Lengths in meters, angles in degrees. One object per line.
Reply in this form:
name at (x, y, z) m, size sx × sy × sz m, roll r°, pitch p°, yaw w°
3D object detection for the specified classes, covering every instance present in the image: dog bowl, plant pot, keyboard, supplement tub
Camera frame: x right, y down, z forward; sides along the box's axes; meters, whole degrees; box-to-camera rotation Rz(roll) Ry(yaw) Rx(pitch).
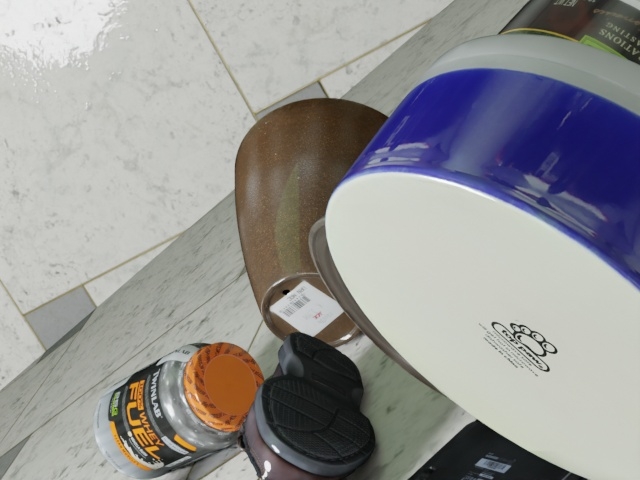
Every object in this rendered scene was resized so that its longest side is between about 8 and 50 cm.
dog bowl at (0.136, 0.020, 0.737) m, size 0.104 × 0.265 × 0.265 m, roll -51°, pitch 15°, yaw -22°
plant pot at (0.000, 0.000, 1.437) m, size 0.215 × 0.215 × 0.230 m, roll -36°, pitch 28°, yaw 30°
keyboard at (0.108, 0.168, 0.896) m, size 0.108 × 0.023 × 0.180 m, roll -40°, pitch 10°, yaw -16°
supplement tub at (-0.149, 0.179, 1.433) m, size 0.190 × 0.117 × 0.117 m, roll -31°, pitch 17°, yaw 45°

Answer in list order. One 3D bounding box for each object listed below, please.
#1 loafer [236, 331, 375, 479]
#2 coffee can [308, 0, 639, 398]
loafer at (-0.018, 0.167, 1.158) m, size 0.095 × 0.109 × 0.302 m, roll -60°, pitch 3°, yaw 12°
coffee can at (0.154, -0.036, 1.014) m, size 0.275 × 0.201 × 0.201 m, roll -47°, pitch 13°, yaw -21°
